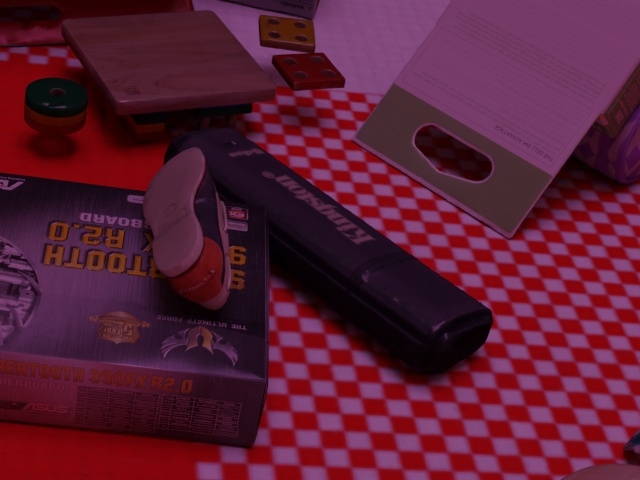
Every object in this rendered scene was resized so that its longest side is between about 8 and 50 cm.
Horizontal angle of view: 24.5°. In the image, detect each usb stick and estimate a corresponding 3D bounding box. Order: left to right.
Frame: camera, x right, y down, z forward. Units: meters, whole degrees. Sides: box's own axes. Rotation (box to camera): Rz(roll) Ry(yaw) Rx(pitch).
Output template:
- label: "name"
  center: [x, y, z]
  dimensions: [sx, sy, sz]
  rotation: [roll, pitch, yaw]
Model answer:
- label: "usb stick"
  center: [0.000, 0.000, 1.020]
  dimensions: [0.077, 0.045, 0.278]
  rotation: [-22, 47, -40]

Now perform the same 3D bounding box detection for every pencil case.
- label: "pencil case"
  center: [0.200, -0.126, 1.226]
  dimensions: [0.206, 0.088, 0.086]
  rotation: [33, 50, 29]

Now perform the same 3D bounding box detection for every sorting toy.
- label: "sorting toy"
  center: [-0.115, -0.130, 1.171]
  dimensions: [0.274, 0.046, 0.132]
  rotation: [-9, 39, -27]

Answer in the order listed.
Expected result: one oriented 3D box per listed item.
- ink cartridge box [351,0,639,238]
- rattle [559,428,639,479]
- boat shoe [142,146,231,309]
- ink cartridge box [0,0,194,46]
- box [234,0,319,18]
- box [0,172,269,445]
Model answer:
- label: "ink cartridge box"
  center: [0.161, -0.129, 1.169]
  dimensions: [0.171, 0.235, 0.056]
  rotation: [34, -1, 30]
- label: "rattle"
  center: [0.197, 0.125, 0.825]
  dimensions: [0.130, 0.143, 0.199]
  rotation: [12, 36, 35]
- label: "boat shoe"
  center: [-0.079, -0.009, 0.914]
  dimensions: [0.043, 0.049, 0.137]
  rotation: [46, 17, -30]
- label: "ink cartridge box"
  center: [-0.247, -0.306, 1.202]
  dimensions: [0.309, 0.130, 0.272]
  rotation: [-7, 74, -23]
- label: "box"
  center: [-0.037, -0.309, 1.402]
  dimensions: [0.114, 0.103, 0.203]
  rotation: [12, 34, 0]
- label: "box"
  center: [-0.149, 0.036, 0.914]
  dimensions: [0.231, 0.056, 0.183]
  rotation: [7, 34, -7]
